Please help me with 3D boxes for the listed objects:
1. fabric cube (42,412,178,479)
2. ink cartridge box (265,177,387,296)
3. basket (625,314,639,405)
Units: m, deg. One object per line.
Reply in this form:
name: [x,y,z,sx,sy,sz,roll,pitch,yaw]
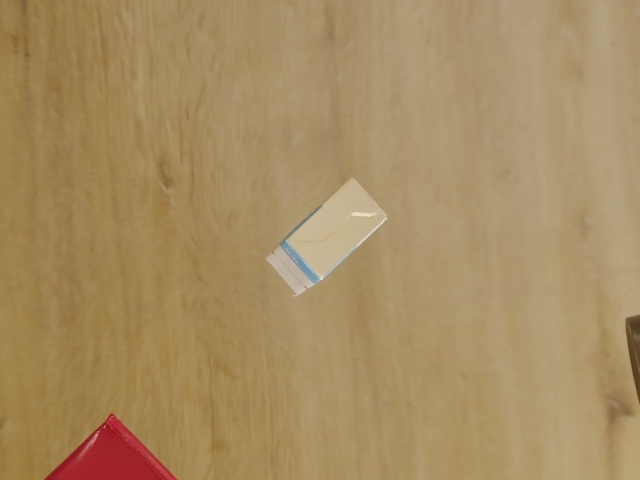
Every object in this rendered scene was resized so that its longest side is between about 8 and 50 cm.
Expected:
fabric cube: [-0.124,0.332,1.010,0.258,0.259,0.254,-44,54,-12]
ink cartridge box: [0.000,0.000,1.596,0.104,0.180,0.060,-43,92,-14]
basket: [0.493,0.136,1.743,0.226,0.204,0.154,-10,93,8]
